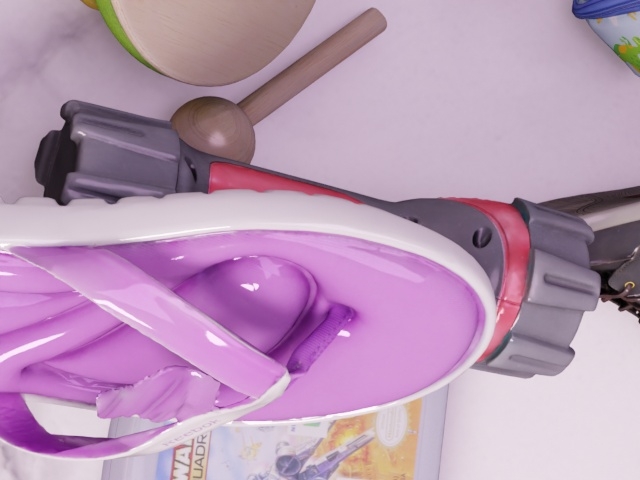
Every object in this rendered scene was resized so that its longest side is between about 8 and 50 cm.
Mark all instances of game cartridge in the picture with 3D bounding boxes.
[{"bbox_3d":[-0.028,0.146,1.088,0.198,0.062,0.297,8,86,-27],"label":"game cartridge"}]

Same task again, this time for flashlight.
[{"bbox_3d":[0.000,0.000,1.019,0.304,0.103,0.103,14,53,-21],"label":"flashlight"}]

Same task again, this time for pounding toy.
[{"bbox_3d":[-0.080,-0.166,1.057,0.183,0.110,0.237,-49,137,-27],"label":"pounding toy"}]

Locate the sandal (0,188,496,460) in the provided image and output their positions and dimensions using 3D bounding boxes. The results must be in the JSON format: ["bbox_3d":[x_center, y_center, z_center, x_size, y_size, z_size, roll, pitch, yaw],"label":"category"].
[{"bbox_3d":[-0.118,0.058,0.943,0.416,0.169,0.102,3,48,-5],"label":"sandal"}]

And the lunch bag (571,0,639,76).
[{"bbox_3d":[0.267,-0.206,1.149,0.090,0.176,0.219,42,75,-17],"label":"lunch bag"}]

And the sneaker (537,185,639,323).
[{"bbox_3d":[0.200,0.028,1.169,0.222,0.083,0.118,-11,98,-20],"label":"sneaker"}]
